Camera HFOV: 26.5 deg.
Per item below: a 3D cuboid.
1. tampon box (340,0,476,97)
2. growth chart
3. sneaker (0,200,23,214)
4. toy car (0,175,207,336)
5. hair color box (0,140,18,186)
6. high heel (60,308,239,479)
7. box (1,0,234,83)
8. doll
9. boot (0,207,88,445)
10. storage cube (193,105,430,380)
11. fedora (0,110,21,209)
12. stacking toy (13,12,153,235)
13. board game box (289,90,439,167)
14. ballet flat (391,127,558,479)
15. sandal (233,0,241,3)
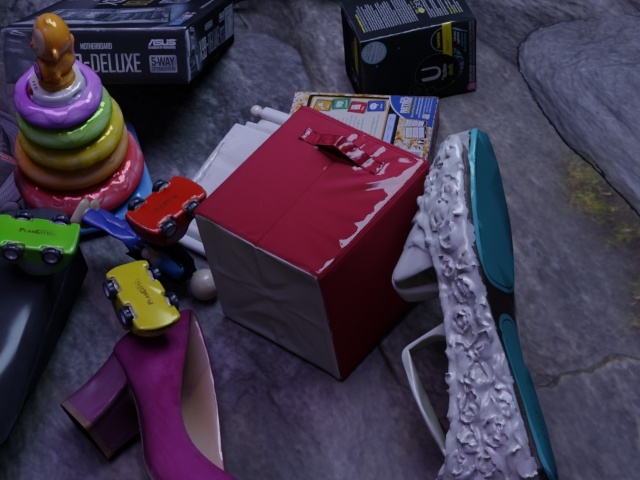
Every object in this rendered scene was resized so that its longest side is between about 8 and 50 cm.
[{"bbox_3d":[0.119,-0.261,1.831,0.161,0.120,0.101,-13,44,-7],"label":"tampon box"},{"bbox_3d":[-0.087,-0.069,1.686,0.172,0.021,0.237,31,72,30],"label":"growth chart"},{"bbox_3d":[-0.391,-0.016,1.694,0.040,0.044,0.109,-6,42,3],"label":"sneaker"},{"bbox_3d":[-0.250,0.014,1.494,0.224,0.053,0.239,7,44,-1],"label":"toy car"},{"bbox_3d":[-0.457,-0.059,1.650,0.167,0.093,0.053,-51,46,13],"label":"hair color box"},{"bbox_3d":[-0.103,0.195,1.374,0.181,0.127,0.377,-42,50,-18],"label":"high heel"},{"bbox_3d":[-0.262,-0.277,1.839,0.242,0.077,0.307,1,18,8],"label":"box"},{"bbox_3d":[-0.199,0.011,1.609,0.189,0.129,0.046,29,97,8],"label":"doll"},{"bbox_3d":[-0.482,0.137,1.470,0.366,0.146,0.445,8,48,3],"label":"boot"},{"bbox_3d":[0.000,0.000,1.515,0.183,0.215,0.193,27,59,29],"label":"storage cube"},{"bbox_3d":[-0.516,-0.135,1.773,0.275,0.124,0.244,1,45,8],"label":"fedora"},{"bbox_3d":[-0.306,-0.154,1.636,0.165,0.302,0.175,-15,55,-10],"label":"stacking toy"},{"bbox_3d":[0.050,-0.129,1.756,0.193,0.045,0.147,4,45,11],"label":"board game box"},{"bbox_3d":[0.140,0.076,1.396,0.146,0.147,0.409,-8,69,-1],"label":"ballet flat"},{"bbox_3d":[-0.156,-0.373,2.009,0.254,0.097,0.055,-13,55,7],"label":"sandal"}]
